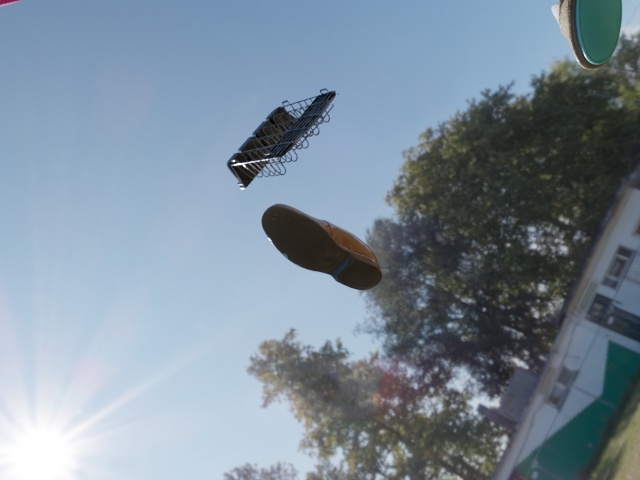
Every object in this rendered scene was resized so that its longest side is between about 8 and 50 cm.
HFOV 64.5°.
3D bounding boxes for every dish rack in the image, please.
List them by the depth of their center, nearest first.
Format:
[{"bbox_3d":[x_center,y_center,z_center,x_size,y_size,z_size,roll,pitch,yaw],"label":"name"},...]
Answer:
[{"bbox_3d":[-0.072,-0.205,1.023,0.074,0.271,0.208,45,-111,-27],"label":"dish rack"}]

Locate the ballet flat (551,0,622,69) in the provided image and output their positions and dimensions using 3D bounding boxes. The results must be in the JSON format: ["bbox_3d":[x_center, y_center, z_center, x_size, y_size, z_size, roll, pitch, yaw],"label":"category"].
[{"bbox_3d":[0.303,-0.301,0.589,0.073,0.067,0.206,-5,-81,-14],"label":"ballet flat"}]

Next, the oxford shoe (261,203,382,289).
[{"bbox_3d":[0.000,0.000,0.754,0.212,0.076,0.076,32,-58,-30],"label":"oxford shoe"}]

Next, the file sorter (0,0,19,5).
[{"bbox_3d":[-0.445,-0.240,0.382,0.290,0.182,0.202,-64,-39,-53],"label":"file sorter"}]
